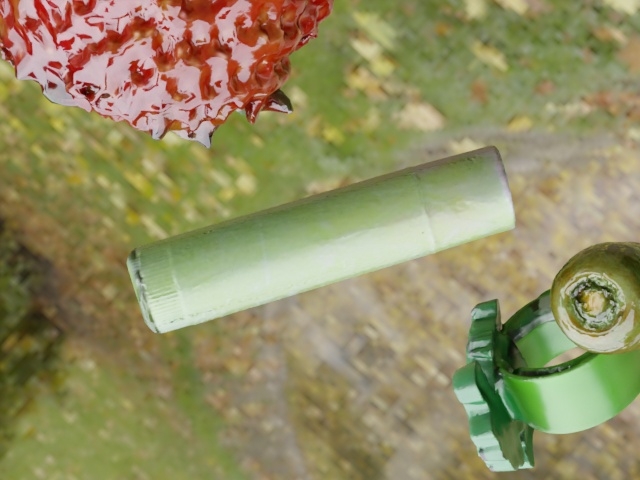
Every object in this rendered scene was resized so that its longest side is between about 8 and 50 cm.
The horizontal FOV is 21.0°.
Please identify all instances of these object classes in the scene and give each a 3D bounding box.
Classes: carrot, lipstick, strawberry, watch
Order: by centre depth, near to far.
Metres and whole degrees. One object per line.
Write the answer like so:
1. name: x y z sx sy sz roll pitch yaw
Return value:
1. carrot: 0.242 0.040 1.231 0.074 0.074 0.358 36 -167 21
2. strawberry: -0.109 -0.258 1.269 0.267 0.351 0.312 5 -164 7
3. lipstick: 0.000 0.000 1.360 0.076 0.304 0.076 164 90 -89
4. watch: 0.210 0.120 1.515 0.165 0.152 0.131 -73 -37 -56
